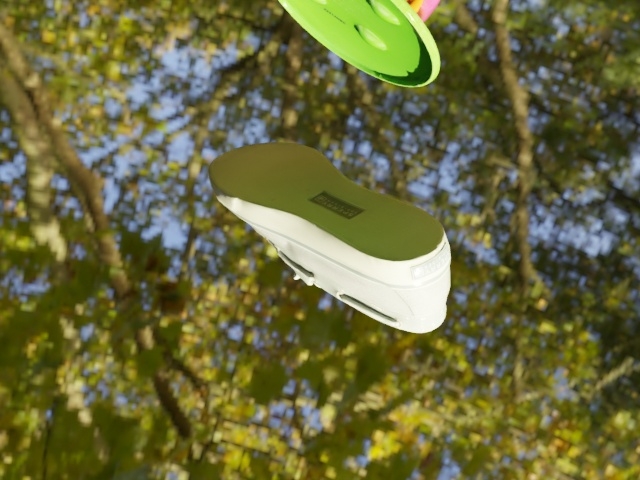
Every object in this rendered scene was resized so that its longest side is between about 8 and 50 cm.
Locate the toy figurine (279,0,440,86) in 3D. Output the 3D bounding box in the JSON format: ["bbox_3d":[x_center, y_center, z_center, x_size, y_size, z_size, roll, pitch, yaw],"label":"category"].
[{"bbox_3d":[0.041,-0.206,0.795,0.173,0.130,0.159,36,-103,2],"label":"toy figurine"}]

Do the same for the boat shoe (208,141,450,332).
[{"bbox_3d":[0.001,0.000,0.913,0.079,0.081,0.227,-28,-143,-28],"label":"boat shoe"}]
